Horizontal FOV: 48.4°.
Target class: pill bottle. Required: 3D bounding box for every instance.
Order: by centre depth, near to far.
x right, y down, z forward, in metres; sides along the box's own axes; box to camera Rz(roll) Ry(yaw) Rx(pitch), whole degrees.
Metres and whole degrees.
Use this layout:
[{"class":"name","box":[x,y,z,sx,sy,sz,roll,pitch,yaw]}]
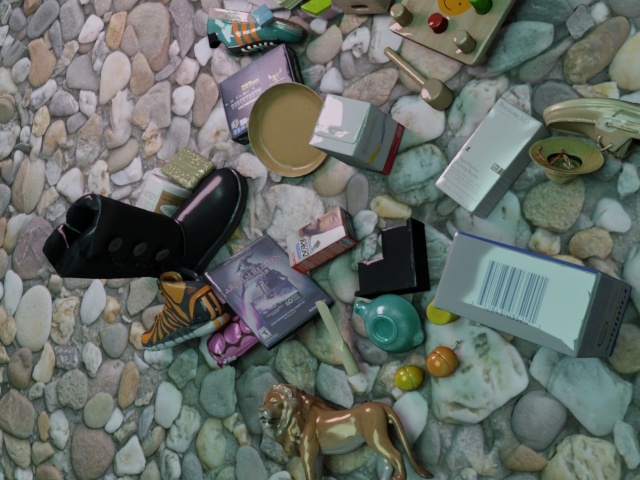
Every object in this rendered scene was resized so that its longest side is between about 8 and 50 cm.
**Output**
[{"class":"pill bottle","box":[-0.458,-0.059,1.981,0.131,0.131,0.229,28,96,33]}]

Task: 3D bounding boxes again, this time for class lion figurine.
[{"class":"lion figurine","box":[0.049,0.426,1.581,0.392,0.142,0.240,-9,68,17]}]

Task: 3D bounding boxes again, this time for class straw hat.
[{"class":"straw hat","box":[0.488,-0.149,1.434,0.144,0.144,0.061,31,139,33]}]

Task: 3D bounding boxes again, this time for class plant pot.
[{"class":"plant pot","box":[-0.073,-0.279,1.798,0.236,0.032,0.236,6,104,24]}]

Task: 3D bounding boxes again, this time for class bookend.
[{"class":"bookend","box":[0.156,0.044,1.605,0.157,0.072,0.156,-12,73,31]}]

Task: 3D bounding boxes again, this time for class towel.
[{"class":"towel","box":[-0.372,-0.201,1.993,0.148,0.027,0.110,28,67,33]}]

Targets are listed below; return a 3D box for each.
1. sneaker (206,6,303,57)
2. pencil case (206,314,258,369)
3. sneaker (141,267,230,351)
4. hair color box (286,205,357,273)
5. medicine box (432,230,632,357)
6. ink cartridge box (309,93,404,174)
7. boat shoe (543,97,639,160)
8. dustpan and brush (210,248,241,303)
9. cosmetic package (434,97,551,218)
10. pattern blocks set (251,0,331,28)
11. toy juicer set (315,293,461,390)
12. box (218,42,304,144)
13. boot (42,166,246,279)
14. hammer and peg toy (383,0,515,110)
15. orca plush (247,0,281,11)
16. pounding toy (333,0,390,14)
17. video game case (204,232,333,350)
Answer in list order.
[{"class":"sneaker","box":[-0.180,-0.552,1.928,0.302,0.108,0.121,19,111,28]},{"class":"pencil case","box":[-0.186,0.232,1.776,0.209,0.095,0.098,-39,28,22]},{"class":"sneaker","box":[-0.377,0.170,1.841,0.321,0.124,0.180,-23,97,35]},{"class":"hair color box","box":[0.000,0.000,1.713,0.167,0.053,0.093,-30,50,23]},{"class":"medicine box","box":[0.395,0.103,1.310,0.263,0.289,0.149,18,93,34]},{"class":"ink cartridge box","box":[0.086,-0.242,1.642,0.128,0.176,0.127,20,92,33]},{"class":"boat shoe","box":[0.576,-0.208,1.369,0.302,0.109,0.098,11,85,28]},{"class":"dustpan and brush","box":[-0.224,0.127,1.816,0.147,0.060,0.211,-51,49,14]},{"class":"cosmetic package","box":[0.364,-0.172,1.509,0.117,0.085,0.231,42,105,31]},{"class":"pattern blocks set","box":[-0.065,-0.698,1.844,0.324,0.026,0.285,-26,75,-1]},{"class":"toy juicer set","box":[0.158,0.222,1.572,0.329,0.089,0.209,-5,96,29]},{"class":"box","box":[-0.153,-0.386,1.893,0.232,0.059,0.183,-23,69,26]},{"class":"boot","box":[-0.414,-0.058,1.763,0.146,0.445,0.367,33,99,33]},{"class":"hammer and peg toy","box":[0.276,-0.499,1.601,0.266,0.127,0.361,36,100,32]},{"class":"orca plush","box":[-0.175,-0.702,1.974,0.287,0.102,0.151,6,129,38]},{"class":"pounding toy","box":[0.105,-0.671,1.771,0.181,0.094,0.206,12,78,38]},{"class":"video game case","box":[-0.129,0.118,1.735,0.196,0.026,0.274,-34,58,-19]}]
